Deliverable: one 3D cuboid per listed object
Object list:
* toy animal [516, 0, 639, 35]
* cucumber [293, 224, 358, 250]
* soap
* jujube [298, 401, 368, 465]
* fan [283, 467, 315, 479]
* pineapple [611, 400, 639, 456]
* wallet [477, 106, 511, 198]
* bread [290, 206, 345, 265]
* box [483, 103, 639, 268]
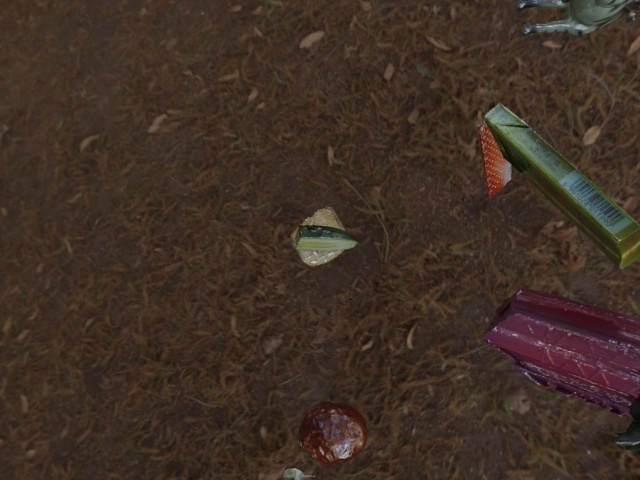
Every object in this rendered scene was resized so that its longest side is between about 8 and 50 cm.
[{"bbox_3d":[0.357,-0.311,0.573,0.176,0.217,0.073,-6,99,9],"label":"toy animal"},{"bbox_3d":[0.011,-0.006,0.779,0.108,0.067,0.035,3,66,-10],"label":"cucumber"},{"bbox_3d":[0.412,0.178,0.763,0.250,0.162,0.099,17,48,34],"label":"soap"},{"bbox_3d":[0.033,0.624,1.455,0.290,0.197,0.197,-36,59,53],"label":"jujube"},{"bbox_3d":[-0.062,0.610,1.162,0.060,0.080,0.003,-49,21,26],"label":"fan"},{"bbox_3d":[0.443,0.161,0.496,0.128,0.128,0.248,39,102,24],"label":"pineapple"},{"bbox_3d":[0.421,-0.207,1.077,0.103,0.196,0.020,-37,37,-22],"label":"wallet"},{"bbox_3d":[0.001,-0.001,1.026,0.125,0.082,0.106,-33,56,7],"label":"bread"},{"bbox_3d":[0.413,-0.096,0.775,0.043,0.173,0.311,-41,55,16],"label":"box"}]
